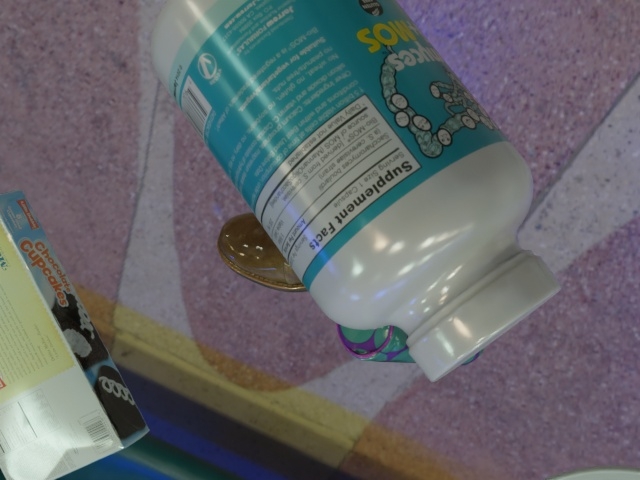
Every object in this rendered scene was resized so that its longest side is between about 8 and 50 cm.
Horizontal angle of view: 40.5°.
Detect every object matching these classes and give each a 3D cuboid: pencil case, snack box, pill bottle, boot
[{"bbox_3d":[0.087,0.078,0.793,0.064,0.070,0.151,-11,164,42],"label":"pencil case"},{"bbox_3d":[-0.357,0.124,1.028,0.187,0.060,0.322,-27,91,24],"label":"snack box"},{"bbox_3d":[0.025,-0.050,0.517,0.264,0.146,0.146,54,139,12],"label":"pill bottle"},{"bbox_3d":[0.000,0.000,1.013,0.305,0.112,0.115,10,157,27],"label":"boot"}]

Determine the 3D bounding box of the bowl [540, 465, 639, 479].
[{"bbox_3d":[0.288,0.343,0.851,0.297,0.134,0.298,2,97,14],"label":"bowl"}]
